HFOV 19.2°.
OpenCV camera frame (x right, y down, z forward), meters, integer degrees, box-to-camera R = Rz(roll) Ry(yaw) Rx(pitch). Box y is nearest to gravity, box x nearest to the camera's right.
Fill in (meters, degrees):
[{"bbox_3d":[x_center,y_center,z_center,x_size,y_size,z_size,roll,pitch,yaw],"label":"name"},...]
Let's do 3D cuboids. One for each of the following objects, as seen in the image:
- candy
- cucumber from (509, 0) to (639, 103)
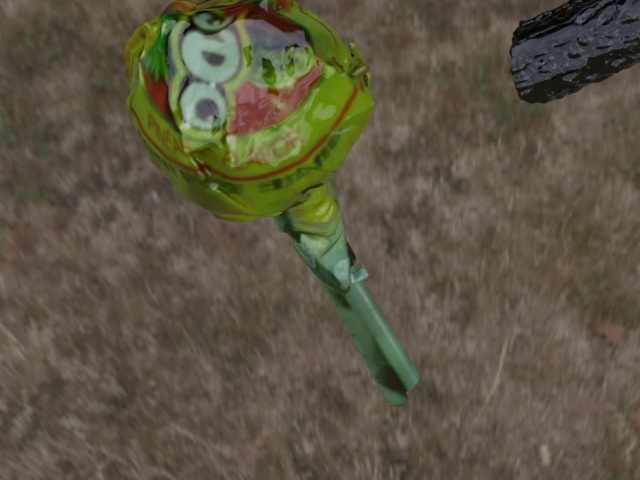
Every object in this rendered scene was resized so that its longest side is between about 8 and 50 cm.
[{"bbox_3d":[0.000,-0.003,0.680,0.077,0.262,0.073,35,76,31],"label":"candy"},{"bbox_3d":[0.277,-0.189,1.416,0.300,0.072,0.072,-25,69,23],"label":"cucumber"}]
